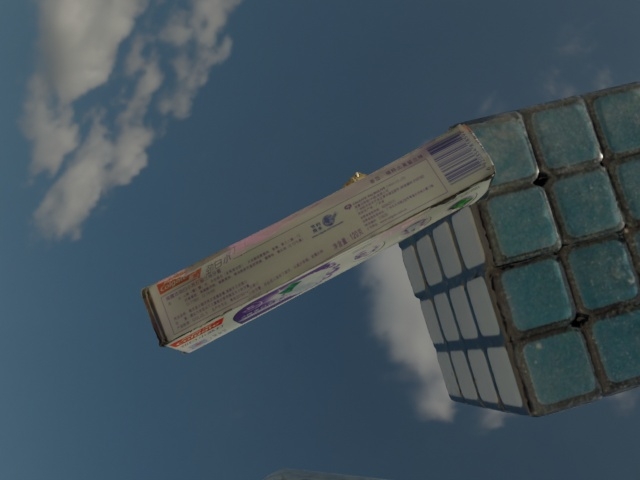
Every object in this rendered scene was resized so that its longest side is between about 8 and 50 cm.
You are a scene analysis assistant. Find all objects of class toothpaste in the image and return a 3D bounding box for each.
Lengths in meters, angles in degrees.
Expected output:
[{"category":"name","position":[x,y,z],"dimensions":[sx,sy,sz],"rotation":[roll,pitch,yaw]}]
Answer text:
[{"category":"toothpaste","position":[0.000,0.000,0.376],"dimensions":[0.196,0.047,0.040],"rotation":[-28,-106,-1]}]

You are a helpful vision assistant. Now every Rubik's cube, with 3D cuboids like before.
[{"category":"Rubik's cube","position":[0.320,0.017,0.918],"dimensions":[0.344,0.344,0.337],"rotation":[118,-44,-79]}]

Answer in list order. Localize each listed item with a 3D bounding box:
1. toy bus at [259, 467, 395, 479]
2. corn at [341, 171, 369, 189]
[{"category":"toy bus","position":[0.058,0.251,0.504],"dimensions":[0.329,0.109,0.136],"rotation":[-14,-89,47]},{"category":"corn","position":[0.025,-0.022,0.643],"dimensions":[0.037,0.037,0.092],"rotation":[58,-38,34]}]
